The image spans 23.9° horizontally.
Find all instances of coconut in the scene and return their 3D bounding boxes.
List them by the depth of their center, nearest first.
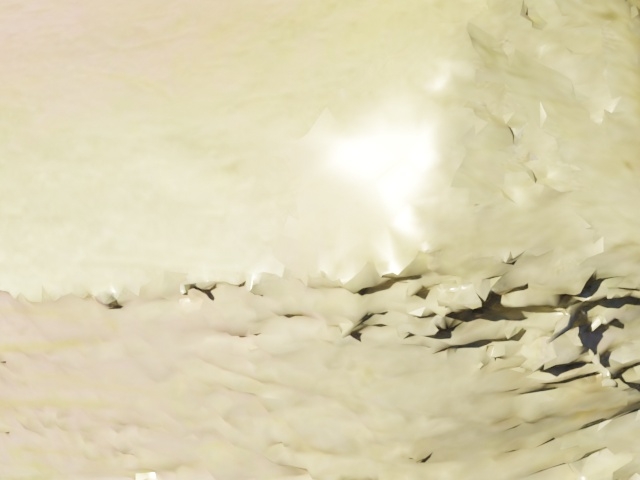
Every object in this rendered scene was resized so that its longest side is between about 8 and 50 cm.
[{"bbox_3d":[0.000,0.000,0.484,0.297,0.309,0.297,15,72,-56],"label":"coconut"}]
